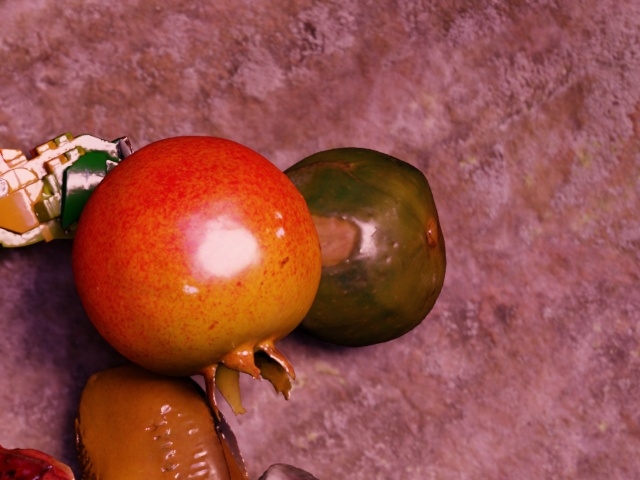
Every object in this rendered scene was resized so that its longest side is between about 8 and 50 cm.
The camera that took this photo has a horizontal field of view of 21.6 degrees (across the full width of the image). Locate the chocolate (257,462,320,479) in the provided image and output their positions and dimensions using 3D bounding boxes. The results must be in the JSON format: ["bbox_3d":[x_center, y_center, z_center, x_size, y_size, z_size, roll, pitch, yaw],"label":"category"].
[{"bbox_3d":[-0.014,0.329,1.551,0.110,0.110,0.248,-3,77,-22],"label":"chocolate"}]

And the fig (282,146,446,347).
[{"bbox_3d":[0.000,0.000,1.642,0.244,0.195,0.195,8,65,17],"label":"fig"}]

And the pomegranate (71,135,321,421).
[{"bbox_3d":[-0.099,0.032,1.480,0.221,0.221,0.257,-21,83,-26],"label":"pomegranate"}]

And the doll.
[{"bbox_3d":[-0.245,-0.036,1.586,0.186,0.106,0.134,3,91,-20],"label":"doll"}]

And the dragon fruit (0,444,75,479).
[{"bbox_3d":[-0.329,0.310,1.423,0.317,0.152,0.205,-43,133,-13],"label":"dragon fruit"}]

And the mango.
[{"bbox_3d":[-0.146,0.224,1.507,0.156,0.151,0.249,-3,60,-45],"label":"mango"}]
